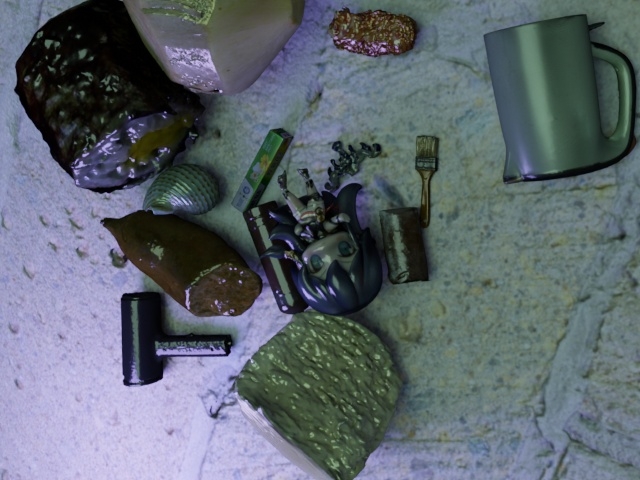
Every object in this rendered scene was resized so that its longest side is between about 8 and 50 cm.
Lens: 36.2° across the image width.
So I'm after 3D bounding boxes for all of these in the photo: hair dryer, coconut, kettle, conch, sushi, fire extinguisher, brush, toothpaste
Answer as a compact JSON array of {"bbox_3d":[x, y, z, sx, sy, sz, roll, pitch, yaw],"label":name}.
[{"bbox_3d":[-0.300,0.209,2.044,0.251,0.089,0.197,1,97,17],"label":"hair dryer"},{"bbox_3d":[-0.185,-0.432,1.737,0.353,0.353,0.352,5,101,26],"label":"coconut"},{"bbox_3d":[0.393,-0.231,1.580,0.240,0.165,0.255,-11,95,-1],"label":"kettle"},{"bbox_3d":[-0.276,-0.101,1.940,0.135,0.153,0.102,2,92,59],"label":"conch"},{"bbox_3d":[-0.412,-0.269,1.887,0.294,0.281,0.299,54,127,14],"label":"sushi"},{"bbox_3d":[-0.076,0.059,1.906,0.089,0.072,0.267,-22,89,63],"label":"fire extinguisher"},{"bbox_3d":[0.191,-0.105,1.773,0.043,0.014,0.169,6,102,27],"label":"brush"},{"bbox_3d":[-0.113,-0.136,1.902,0.037,0.043,0.178,35,112,14],"label":"toothpaste"}]

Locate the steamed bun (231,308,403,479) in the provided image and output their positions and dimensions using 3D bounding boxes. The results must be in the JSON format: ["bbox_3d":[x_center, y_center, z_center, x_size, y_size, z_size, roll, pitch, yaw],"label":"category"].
[{"bbox_3d":[0.009,0.285,1.824,0.272,0.273,0.290,-42,81,-17],"label":"steamed bun"}]

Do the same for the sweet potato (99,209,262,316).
[{"bbox_3d":[-0.284,0.028,1.963,0.370,0.158,0.157,35,112,25],"label":"sweet potato"}]

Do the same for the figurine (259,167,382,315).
[{"bbox_3d":[0.013,0.008,1.783,0.175,0.197,0.265,-22,69,28],"label":"figurine"}]

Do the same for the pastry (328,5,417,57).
[{"bbox_3d":[0.099,-0.371,1.749,0.169,0.063,0.087,14,110,27],"label":"pastry"}]

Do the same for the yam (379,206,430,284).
[{"bbox_3d":[0.152,0.011,1.776,0.079,0.079,0.141,-6,93,27],"label":"yam"}]

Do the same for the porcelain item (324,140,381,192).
[{"bbox_3d":[0.046,-0.156,1.832,0.136,0.021,0.075,-39,77,26],"label":"porcelain item"}]
